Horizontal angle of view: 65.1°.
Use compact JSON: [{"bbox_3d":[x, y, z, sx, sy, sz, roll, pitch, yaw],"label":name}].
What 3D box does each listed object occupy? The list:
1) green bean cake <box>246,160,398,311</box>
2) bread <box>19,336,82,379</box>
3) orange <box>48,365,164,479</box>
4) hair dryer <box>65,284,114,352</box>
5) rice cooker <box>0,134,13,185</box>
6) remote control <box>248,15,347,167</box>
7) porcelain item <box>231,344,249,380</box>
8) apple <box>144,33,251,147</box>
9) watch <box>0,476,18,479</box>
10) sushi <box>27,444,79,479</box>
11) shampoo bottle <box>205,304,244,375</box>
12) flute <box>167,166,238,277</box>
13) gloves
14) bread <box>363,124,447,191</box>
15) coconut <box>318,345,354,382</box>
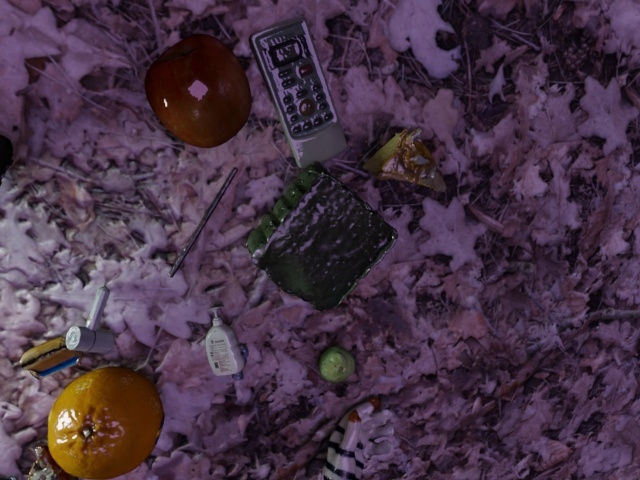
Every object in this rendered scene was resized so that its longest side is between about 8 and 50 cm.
[{"bbox_3d":[0.000,0.000,1.057,0.241,0.132,0.255,35,98,-26],"label":"green bean cake"},{"bbox_3d":[-0.538,0.231,1.010,0.106,0.053,0.072,-24,133,-6],"label":"bread"},{"bbox_3d":[-0.430,0.367,1.010,0.220,0.193,0.219,0,105,2],"label":"orange"},{"bbox_3d":[-0.449,0.157,1.014,0.082,0.047,0.137,26,76,-54],"label":"hair dryer"},{"bbox_3d":[-0.578,-0.139,0.836,0.107,0.165,0.112,28,89,-31],"label":"rice cooker"},{"bbox_3d":[-0.039,-0.292,1.014,0.124,0.038,0.285,-23,110,-10],"label":"remote control"},{"bbox_3d":[-0.182,0.274,1.135,0.036,0.028,0.083,4,103,-15],"label":"porcelain item"},{"bbox_3d":[-0.215,-0.268,0.901,0.181,0.181,0.168,-40,134,-3],"label":"apple"},{"bbox_3d":[-0.714,0.585,1.050,0.206,0.068,0.193,-36,112,-2],"label":"watch"},{"bbox_3d":[-0.572,0.538,1.061,0.097,0.103,0.225,-8,106,3],"label":"sushi"},{"bbox_3d":[-0.218,0.215,1.095,0.077,0.045,0.151,-11,99,10],"label":"shampoo bottle"},{"bbox_3d":[-0.244,-0.036,1.039,0.014,0.014,0.269,30,95,-21],"label":"flute"},{"bbox_3d":[0.089,0.495,1.239,0.140,0.131,0.218,32,64,-20],"label":"gloves"},{"bbox_3d":[0.182,-0.151,1.058,0.152,0.147,0.127,42,93,-19],"label":"bread"},{"bbox_3d":[0.038,0.291,1.178,0.088,0.096,0.087,-2,71,5],"label":"coconut"}]
